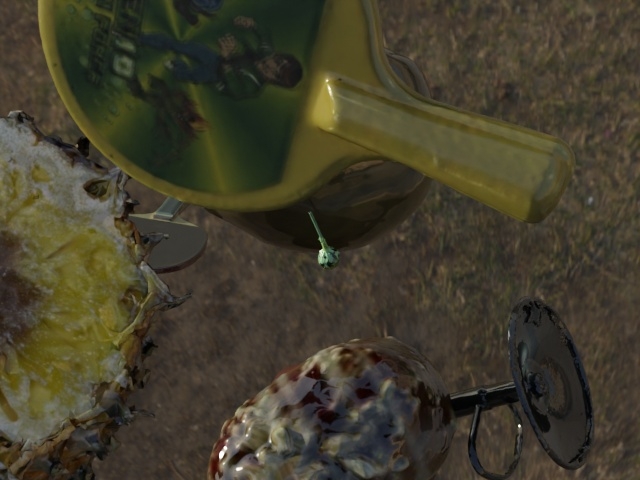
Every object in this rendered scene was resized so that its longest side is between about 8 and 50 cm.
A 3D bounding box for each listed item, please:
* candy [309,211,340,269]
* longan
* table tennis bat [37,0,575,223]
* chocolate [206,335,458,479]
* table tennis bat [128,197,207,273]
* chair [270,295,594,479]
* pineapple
[{"bbox_3d":[0.000,0.000,1.128,0.025,0.083,0.023,-7,44,22],"label":"candy"},{"bbox_3d":[-0.013,-0.124,1.225,0.288,0.350,0.288,-16,65,38],"label":"longan"},{"bbox_3d":[-0.012,-0.089,0.582,0.321,0.198,0.050,23,32,5],"label":"table tennis bat"},{"bbox_3d":[0.005,0.254,1.243,0.340,0.210,0.225,-36,71,-3],"label":"chocolate"},{"bbox_3d":[-0.245,-0.019,1.527,0.173,0.022,0.301,9,23,5],"label":"table tennis bat"},{"bbox_3d":[0.139,0.231,1.395,0.401,0.226,0.226,-19,61,32],"label":"chair"},{"bbox_3d":[-0.294,0.082,0.827,0.352,0.300,0.352,9,58,-15],"label":"pineapple"}]
